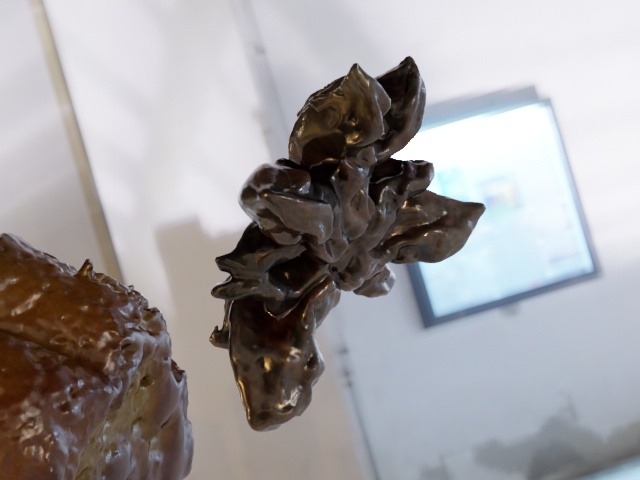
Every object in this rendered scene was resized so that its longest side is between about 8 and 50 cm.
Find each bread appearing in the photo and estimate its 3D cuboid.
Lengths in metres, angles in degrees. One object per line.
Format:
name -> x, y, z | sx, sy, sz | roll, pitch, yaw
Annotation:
bread -> -0.159, 0.114, 0.904 | 0.135, 0.232, 0.247 | 14, 10, 16

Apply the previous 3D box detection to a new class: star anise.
star anise -> 0.003, -0.004, 1.169 | 0.212, 0.129, 0.283 | -35, -30, -46
